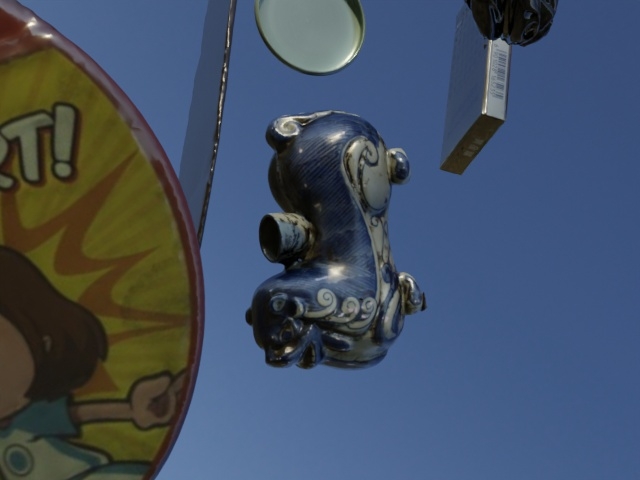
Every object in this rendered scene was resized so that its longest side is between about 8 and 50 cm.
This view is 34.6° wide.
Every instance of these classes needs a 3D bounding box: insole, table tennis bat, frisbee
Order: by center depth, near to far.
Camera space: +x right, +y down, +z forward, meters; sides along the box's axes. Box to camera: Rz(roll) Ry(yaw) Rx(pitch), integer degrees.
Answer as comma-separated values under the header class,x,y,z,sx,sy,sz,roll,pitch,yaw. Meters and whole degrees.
class,x,y,z,sx,sy,sz,roll,pitch,yaw
table tennis bat,-0.158,-0.021,0.360,0.310,0.200,0.038,68,-15,-9
insole,-0.063,-0.072,0.563,0.111,0.007,0.328,136,-37,-62
frisbee,-0.009,-0.201,0.929,0.110,0.110,0.014,60,-27,-4

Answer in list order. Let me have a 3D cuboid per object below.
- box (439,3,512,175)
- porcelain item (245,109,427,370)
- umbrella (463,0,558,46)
class,x,y,z,sx,sy,sz,roll,pitch,yaw
box,0.258,-0.287,1.666,0.047,0.325,0.180,15,-28,-9
porcelain item,0.000,0.000,1.116,0.138,0.186,0.288,-12,-97,59
umbrella,0.194,-0.375,1.304,0.118,0.118,0.340,13,-23,46
